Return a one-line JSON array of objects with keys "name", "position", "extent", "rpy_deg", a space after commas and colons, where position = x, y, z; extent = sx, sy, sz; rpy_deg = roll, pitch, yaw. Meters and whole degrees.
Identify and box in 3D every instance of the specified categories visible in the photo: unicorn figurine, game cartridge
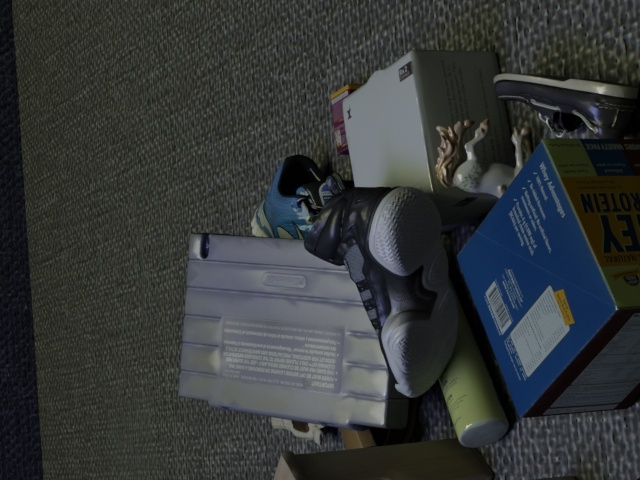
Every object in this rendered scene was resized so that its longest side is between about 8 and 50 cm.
[{"name": "unicorn figurine", "position": [0.201, -0.072, 1.713], "extent": [0.060, 0.162, 0.111], "rpy_deg": [73, -155, -83]}, {"name": "game cartridge", "position": [-0.032, 0.111, 1.968], "extent": [0.355, 0.068, 0.230], "rpy_deg": [4, 94, 41]}]

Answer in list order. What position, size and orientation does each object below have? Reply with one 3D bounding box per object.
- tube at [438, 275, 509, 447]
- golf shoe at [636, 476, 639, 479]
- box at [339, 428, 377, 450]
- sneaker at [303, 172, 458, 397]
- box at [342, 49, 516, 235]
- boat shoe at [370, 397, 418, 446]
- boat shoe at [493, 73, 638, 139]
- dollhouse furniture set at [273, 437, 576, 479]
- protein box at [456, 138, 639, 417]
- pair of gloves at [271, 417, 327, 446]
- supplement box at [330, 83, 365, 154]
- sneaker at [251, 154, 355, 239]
[{"name": "tube", "position": [0.156, 0.130, 1.854], "extent": [0.070, 0.062, 0.240], "rpy_deg": [-31, 52, 19]}, {"name": "golf shoe", "position": [0.366, 0.229, 1.417], "extent": [0.186, 0.086, 0.067], "rpy_deg": [-19, 73, 60]}, {"name": "box", "position": [0.041, 0.238, 2.030], "extent": [0.164, 0.021, 0.201], "rpy_deg": [82, 171, -46]}, {"name": "sneaker", "position": [0.068, 0.044, 1.785], "extent": [0.153, 0.101, 0.268], "rpy_deg": [23, 132, 42]}, {"name": "box", "position": [0.125, -0.110, 1.827], "extent": [0.181, 0.119, 0.181], "rpy_deg": [-30, 65, 60]}, {"name": "boat shoe", "position": [0.086, 0.190, 1.976], "extent": [0.073, 0.073, 0.207], "rpy_deg": [51, 137, 45]}, {"name": "boat shoe", "position": [0.248, -0.139, 1.636], "extent": [0.206, 0.075, 0.065], "rpy_deg": [16, 103, 57]}, {"name": "dollhouse furniture set", "position": [0.124, 0.411, 1.714], "extent": [0.394, 0.257, 0.362], "rpy_deg": [56, 139, 47]}, {"name": "protein box", "position": [0.263, 0.037, 1.549], "extent": [0.201, 0.136, 0.199], "rpy_deg": [-59, 42, 47]}, {"name": "pair of gloves", "position": [-0.033, 0.166, 2.239], "extent": [0.204, 0.042, 0.240], "rpy_deg": [7, 97, 63]}, {"name": "supplement box", "position": [0.047, -0.159, 2.059], "extent": [0.055, 0.043, 0.083], "rpy_deg": [-23, 70, 61]}, {"name": "sneaker", "position": [0.000, 0.000, 2.070], "extent": [0.330, 0.130, 0.147], "rpy_deg": [56, 141, 46]}]
